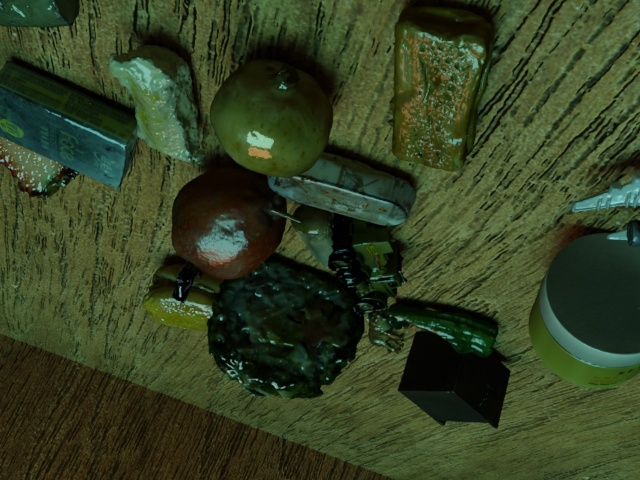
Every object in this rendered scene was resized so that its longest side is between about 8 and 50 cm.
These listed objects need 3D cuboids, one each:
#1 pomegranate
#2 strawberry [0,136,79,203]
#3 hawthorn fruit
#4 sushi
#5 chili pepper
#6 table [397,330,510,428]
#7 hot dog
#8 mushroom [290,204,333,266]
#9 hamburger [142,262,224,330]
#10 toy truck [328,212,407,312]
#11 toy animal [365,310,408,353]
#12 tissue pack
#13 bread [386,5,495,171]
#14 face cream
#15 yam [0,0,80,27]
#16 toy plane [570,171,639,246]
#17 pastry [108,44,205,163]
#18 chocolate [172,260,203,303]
[{"bbox_3d":[-0.069,-0.186,1.124,0.196,0.196,0.196,15,153,8],"label":"pomegranate"},{"bbox_3d":[-0.583,-0.190,1.555,0.167,0.087,0.208,-26,106,29],"label":"strawberry"},{"bbox_3d":[-0.148,-0.041,1.417,0.262,0.211,0.210,-14,140,33],"label":"hawthorn fruit"},{"bbox_3d":[-0.088,0.210,1.741,0.351,0.294,0.178,20,158,-5],"label":"sushi"},{"bbox_3d":[0.274,0.196,1.716,0.253,0.083,0.099,16,157,15],"label":"chili pepper"},{"bbox_3d":[0.328,0.332,1.834,0.169,0.172,0.193,-11,137,46],"label":"table"},{"bbox_3d":[0.034,-0.094,1.331,0.267,0.075,0.144,16,158,-3],"label":"hot dog"},{"bbox_3d":[0.000,0.000,1.541,0.084,0.071,0.209,14,157,21],"label":"mushroom"},{"bbox_3d":[-0.315,0.133,1.907,0.282,0.144,0.157,7,144,13],"label":"hamburger"},{"bbox_3d":[0.101,0.040,1.493,0.127,0.127,0.257,-5,148,14],"label":"toy truck"},{"bbox_3d":[0.162,0.226,1.878,0.099,0.057,0.241,21,156,11],"label":"toy animal"},{"bbox_3d":[-0.473,-0.213,1.419,0.257,0.081,0.185,24,153,-8],"label":"tissue pack"},{"bbox_3d":[0.155,-0.204,1.042,0.139,0.077,0.271,16,152,14],"label":"bread"},{"bbox_3d":[0.477,0.123,1.293,0.218,0.218,0.179,13,154,12],"label":"face cream"},{"bbox_3d":[-0.437,-0.361,1.092,0.194,0.107,0.107,8,152,17],"label":"yam"},{"bbox_3d":[0.495,-0.057,1.076,0.251,0.101,0.255,1,150,8],"label":"toy plane"},{"bbox_3d":[-0.265,-0.229,1.247,0.121,0.089,0.258,10,151,8],"label":"pastry"},{"bbox_3d":[-0.302,0.072,1.780,0.070,0.147,0.072,4,157,20],"label":"chocolate"}]
